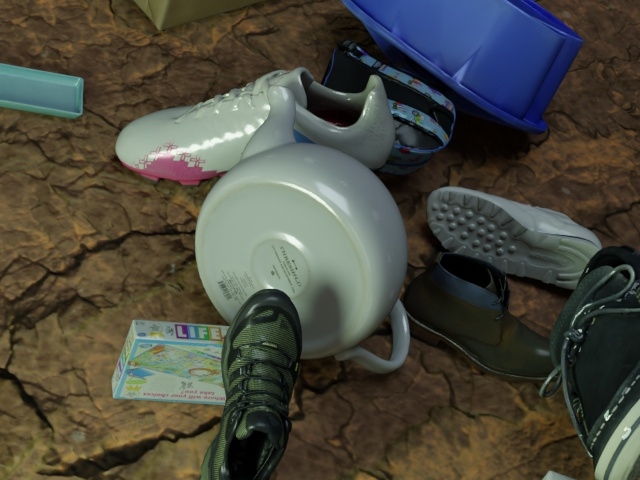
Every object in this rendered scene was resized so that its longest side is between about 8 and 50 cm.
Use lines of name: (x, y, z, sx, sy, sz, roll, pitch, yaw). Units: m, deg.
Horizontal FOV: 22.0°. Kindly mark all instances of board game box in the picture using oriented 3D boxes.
board game box: (-0.131, 0.129, 1.716, 0.154, 0.103, 0.026, 5, 46, -20)

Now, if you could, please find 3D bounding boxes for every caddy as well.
caddy: (0.178, -0.270, 2.173, 0.341, 0.179, 0.241, 38, 17, 14)

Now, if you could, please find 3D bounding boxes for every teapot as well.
teapot: (0.000, 0.000, 1.816, 0.252, 0.256, 0.187, 24, 31, 17)

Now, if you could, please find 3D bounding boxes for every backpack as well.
backpack: (0.075, -0.149, 2.062, 0.173, 0.117, 0.158, 20, 43, -4)

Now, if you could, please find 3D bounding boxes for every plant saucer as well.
plant saucer: (-0.380, -0.184, 1.967, 0.192, 0.018, 0.067, 10, 46, -17)

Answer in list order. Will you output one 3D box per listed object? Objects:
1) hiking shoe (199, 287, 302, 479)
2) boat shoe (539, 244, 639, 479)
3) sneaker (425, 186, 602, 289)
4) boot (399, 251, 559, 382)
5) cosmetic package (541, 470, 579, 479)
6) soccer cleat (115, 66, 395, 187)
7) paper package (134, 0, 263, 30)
hiking shoe: (-0.055, 0.162, 1.635, 0.086, 0.114, 0.227, 11, 90, -20)
boat shoe: (0.327, 0.124, 1.791, 0.156, 0.187, 0.500, 32, 21, 3)
sneaker: (0.239, -0.012, 2.042, 0.235, 0.090, 0.095, 22, 29, -7)
boot: (0.202, 0.090, 1.898, 0.219, 0.106, 0.082, 20, 44, -5)
cosmetic package: (0.363, 0.406, 1.633, 0.385, 0.156, 0.217, 19, 46, -7)
soccer cleat: (-0.077, -0.146, 1.925, 0.331, 0.143, 0.116, 0, 41, 0)
paper package: (-0.104, -0.464, 2.144, 0.324, 0.309, 0.168, -22, 60, -36)
